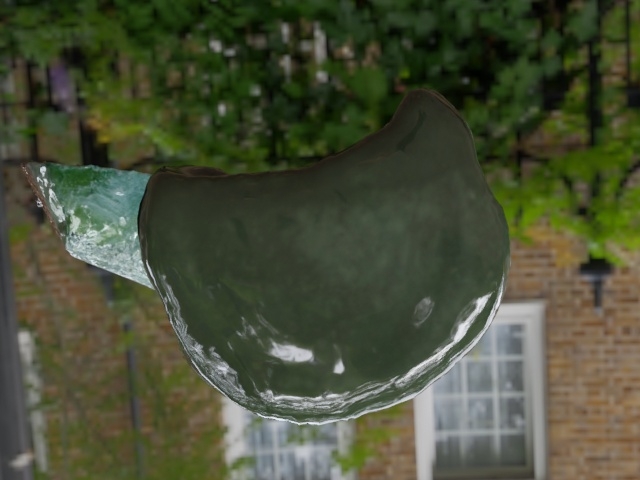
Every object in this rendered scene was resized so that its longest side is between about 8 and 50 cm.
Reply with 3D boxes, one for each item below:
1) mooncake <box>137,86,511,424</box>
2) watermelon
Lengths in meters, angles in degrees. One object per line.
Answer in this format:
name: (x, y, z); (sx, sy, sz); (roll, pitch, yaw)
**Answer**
mooncake: (0.000, 0.000, 0.706); (0.175, 0.168, 0.104); (15, -173, -7)
watermelon: (-0.151, -0.018, 1.040); (0.154, 0.094, 0.241); (14, -179, -24)
